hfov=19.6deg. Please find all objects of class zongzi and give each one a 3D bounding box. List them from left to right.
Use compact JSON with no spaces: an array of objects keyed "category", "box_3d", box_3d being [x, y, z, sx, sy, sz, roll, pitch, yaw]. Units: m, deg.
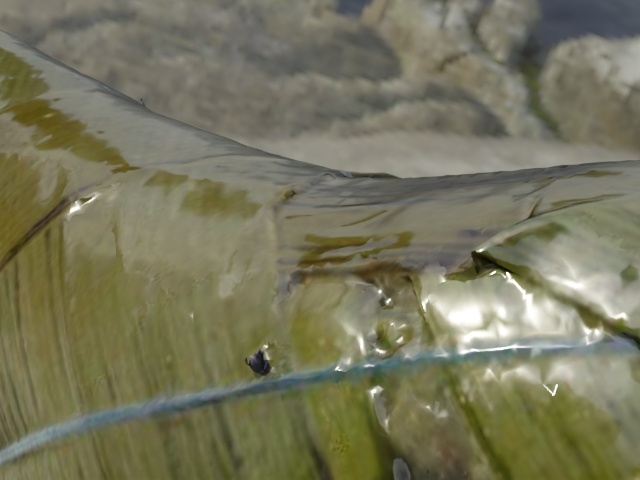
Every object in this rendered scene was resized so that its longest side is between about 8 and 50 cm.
[{"category":"zongzi","box_3d":[0.000,0.000,0.589,0.160,0.323,0.361,11,52,-46]}]

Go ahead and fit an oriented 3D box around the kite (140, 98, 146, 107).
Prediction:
[{"category":"kite","box_3d":[-0.094,-0.032,0.978,0.004,0.090,0.122,-2,-9,3]}]
